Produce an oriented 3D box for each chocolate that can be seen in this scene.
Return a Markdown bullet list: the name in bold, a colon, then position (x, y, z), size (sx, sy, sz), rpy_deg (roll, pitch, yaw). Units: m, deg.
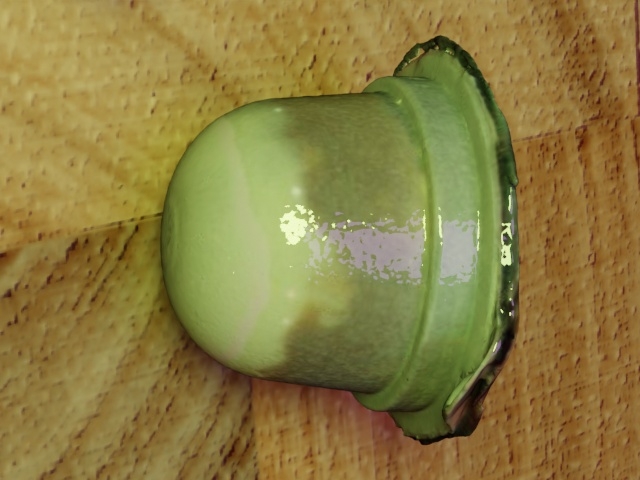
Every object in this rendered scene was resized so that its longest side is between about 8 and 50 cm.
- **chocolate**: position (-0.002, 0.008, 0.756), size (0.147, 0.221, 0.221), rpy_deg (-6, 101, -20)
